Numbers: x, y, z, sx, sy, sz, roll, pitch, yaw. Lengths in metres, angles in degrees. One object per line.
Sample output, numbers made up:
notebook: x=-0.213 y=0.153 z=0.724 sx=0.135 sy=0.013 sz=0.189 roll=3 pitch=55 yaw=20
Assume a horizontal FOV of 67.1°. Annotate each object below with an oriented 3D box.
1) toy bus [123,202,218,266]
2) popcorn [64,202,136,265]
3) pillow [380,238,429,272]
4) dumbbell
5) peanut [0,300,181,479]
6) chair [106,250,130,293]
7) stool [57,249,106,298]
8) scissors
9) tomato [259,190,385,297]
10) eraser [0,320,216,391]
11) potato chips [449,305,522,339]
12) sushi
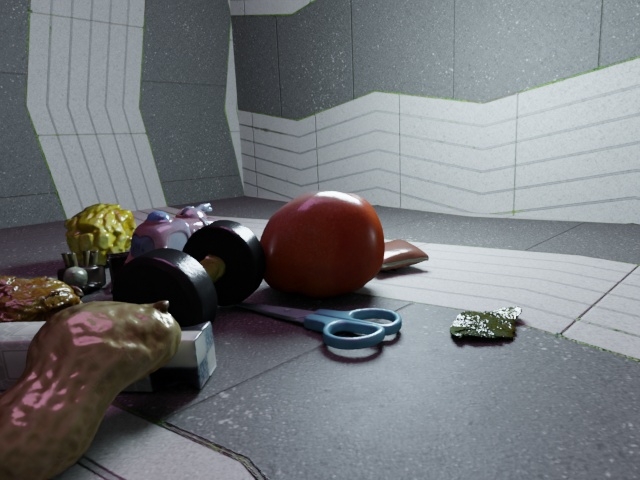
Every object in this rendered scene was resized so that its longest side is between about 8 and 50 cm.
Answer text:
toy bus: x=-0.396 y=0.025 z=1.346 sx=0.197 sy=0.232 sz=0.294 roll=8 pitch=15 yaw=41
popcorn: x=-0.762 y=-0.009 z=1.695 sx=0.249 sy=0.226 sz=0.249 roll=0 pitch=29 yaw=0
pillow: x=0.214 y=0.049 z=1.479 sx=0.179 sy=0.075 sz=0.171 roll=-10 pitch=19 yaw=-21
dumbbell: x=-0.269 y=0.086 z=1.055 sx=0.203 sy=0.204 sz=0.322 roll=1 pitch=16 yaw=18
peanut: x=-0.324 y=0.179 z=0.643 sx=0.159 sy=0.143 sz=0.291 roll=37 pitch=48 yaw=3
chair: x=-0.589 y=0.080 z=1.448 sx=0.084 sy=0.102 sz=0.212 roll=-6 pitch=13 yaw=-19
stool: x=-0.682 y=0.095 z=1.364 sx=0.125 sy=0.121 sz=0.217 roll=-4 pitch=6 yaw=-13
scissors: x=-0.042 y=0.168 z=1.073 sx=0.446 sy=0.029 sz=0.192 roll=3 pitch=13 yaw=37
tomato: x=0.000 y=0.000 z=1.274 sx=0.341 sy=0.273 sz=0.341 roll=-3 pitch=12 yaw=1
eraser: x=-0.390 y=0.198 z=0.831 sx=0.403 sy=0.098 sz=0.096 roll=-2 pitch=13 yaw=7
potato chips: x=0.344 y=0.170 z=0.990 sx=0.209 sy=0.026 sz=0.142 roll=-8 pitch=15 yaw=-23
sushi: x=-0.633 y=0.151 z=1.003 sx=0.179 sy=0.167 sz=0.296 roll=26 pitch=29 yaw=19
